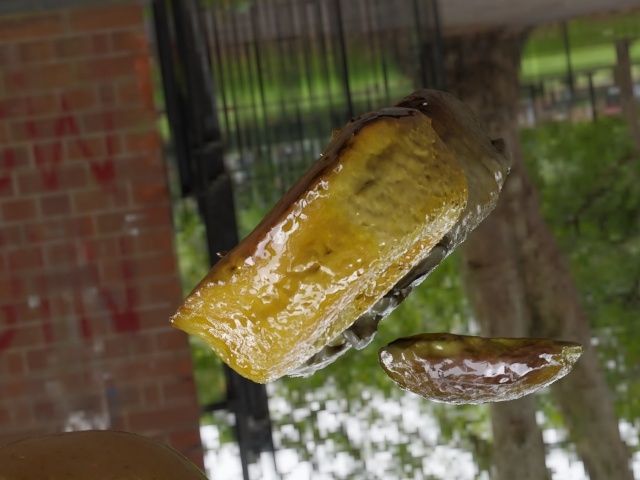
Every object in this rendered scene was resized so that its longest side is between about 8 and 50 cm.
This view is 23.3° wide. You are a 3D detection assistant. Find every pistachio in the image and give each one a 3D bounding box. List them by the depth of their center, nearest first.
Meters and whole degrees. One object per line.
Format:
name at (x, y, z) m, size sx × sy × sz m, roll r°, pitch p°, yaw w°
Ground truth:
pistachio at (0.130, 0.108, 1.258) m, size 0.173 × 0.049 × 0.089 m, roll 3°, pitch 163°, yaw -9°

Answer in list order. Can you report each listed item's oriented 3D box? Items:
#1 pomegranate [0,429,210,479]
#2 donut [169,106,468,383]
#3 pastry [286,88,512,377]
pomegranate at (-0.227, 0.380, 1.536) m, size 0.411 × 0.411 × 0.411 m, roll -7°, pitch -176°, yaw 1°
donut at (0.000, 0.000, 1.139) m, size 0.253 × 0.118 × 0.253 m, roll -40°, pitch 171°, yaw -8°
pastry at (0.034, -0.006, 1.422) m, size 0.329 × 0.136 × 0.329 m, roll -44°, pitch -177°, yaw 3°
